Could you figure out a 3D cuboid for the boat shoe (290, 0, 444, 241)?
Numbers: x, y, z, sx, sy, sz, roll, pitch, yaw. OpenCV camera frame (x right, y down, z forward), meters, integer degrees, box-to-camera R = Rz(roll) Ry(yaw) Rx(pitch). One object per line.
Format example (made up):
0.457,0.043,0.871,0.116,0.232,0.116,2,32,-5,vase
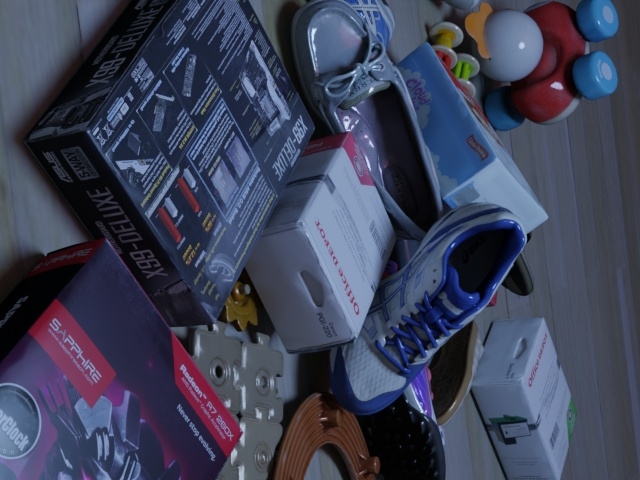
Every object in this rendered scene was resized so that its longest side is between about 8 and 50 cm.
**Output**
0.065,-0.145,1.394,0.118,0.103,0.320,-25,102,-14,boat shoe

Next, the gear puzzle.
-0.101,0.173,1.183,0.175,0.044,0.339,23,62,-55,gear puzzle

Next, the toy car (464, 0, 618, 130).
0.318,-0.317,1.841,0.238,0.219,0.210,26,61,-37,toy car

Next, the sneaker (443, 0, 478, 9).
0.159,-0.396,1.691,0.228,0.087,0.092,33,64,-45,sneaker

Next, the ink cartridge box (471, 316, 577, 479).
0.328,0.254,1.844,0.219,0.092,0.160,66,34,-28,ink cartridge box

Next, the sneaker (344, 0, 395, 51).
0.036,-0.296,1.455,0.211,0.080,0.081,42,47,-48,sneaker

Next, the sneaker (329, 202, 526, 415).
0.117,0.073,1.307,0.112,0.131,0.296,37,85,-9,sneaker

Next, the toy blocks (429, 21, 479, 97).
0.190,-0.234,1.733,0.123,0.054,0.148,52,43,-42,toy blocks

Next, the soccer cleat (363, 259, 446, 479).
0.103,0.178,1.460,0.116,0.108,0.318,-39,115,-51,soccer cleat

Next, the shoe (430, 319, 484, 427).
0.192,0.195,1.637,0.058,0.076,0.219,61,35,-25,shoe

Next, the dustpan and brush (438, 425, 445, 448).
0.143,0.353,1.540,0.147,0.060,0.211,4,82,-59,dustpan and brush

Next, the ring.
0.021,0.340,1.311,0.336,0.032,0.337,-6,90,-70,ring

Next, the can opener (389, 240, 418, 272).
0.101,-0.001,1.517,0.093,0.074,0.280,-19,101,-55,can opener

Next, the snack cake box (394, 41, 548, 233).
0.188,-0.127,1.547,0.152,0.089,0.264,40,20,-42,snack cake box

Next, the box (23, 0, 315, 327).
-0.130,-0.106,1.140,0.242,0.076,0.307,60,38,-35,box

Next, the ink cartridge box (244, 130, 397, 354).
0.000,0.000,1.297,0.158,0.092,0.218,65,25,-23,ink cartridge box

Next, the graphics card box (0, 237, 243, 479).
-0.220,0.197,0.891,0.233,0.094,0.371,59,39,-23,graphics card box

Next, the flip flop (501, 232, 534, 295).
0.288,-0.041,1.804,0.080,0.112,0.277,-24,103,-21,flip flop

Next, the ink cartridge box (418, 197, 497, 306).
0.194,0.012,1.677,0.175,0.072,0.127,36,55,-52,ink cartridge box
